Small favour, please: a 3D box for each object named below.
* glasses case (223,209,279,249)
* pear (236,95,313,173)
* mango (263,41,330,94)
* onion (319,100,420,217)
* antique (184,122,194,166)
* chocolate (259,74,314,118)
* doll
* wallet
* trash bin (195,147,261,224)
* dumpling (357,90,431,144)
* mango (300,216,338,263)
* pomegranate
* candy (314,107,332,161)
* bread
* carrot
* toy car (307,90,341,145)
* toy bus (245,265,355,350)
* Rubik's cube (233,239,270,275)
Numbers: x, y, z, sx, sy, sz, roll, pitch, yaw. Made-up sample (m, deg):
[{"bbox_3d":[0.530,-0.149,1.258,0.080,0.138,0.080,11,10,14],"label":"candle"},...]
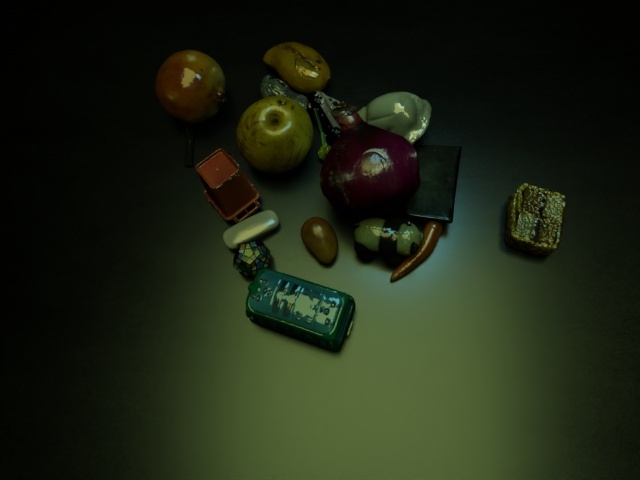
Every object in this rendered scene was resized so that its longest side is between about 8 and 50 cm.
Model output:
[{"bbox_3d":[-0.240,-0.037,1.774,0.204,0.051,0.081,-26,72,-8],"label":"glasses case"},{"bbox_3d":[-0.157,-0.369,1.777,0.280,0.281,0.281,-2,70,4],"label":"pear"},{"bbox_3d":[-0.089,-0.670,1.952,0.294,0.120,0.177,40,75,16],"label":"mango"},{"bbox_3d":[0.136,-0.263,1.647,0.347,0.348,0.386,-24,97,-4],"label":"onion"},{"bbox_3d":[-0.495,-0.365,1.933,0.030,0.015,0.192,-4,70,3],"label":"antique"},{"bbox_3d":[-0.130,-0.525,1.916,0.248,0.110,0.110,38,78,16],"label":"chocolate"},{"bbox_3d":[0.218,-0.005,1.673,0.234,0.135,0.144,12,69,15],"label":"doll"},{"bbox_3d":[0.387,-0.203,1.763,0.172,0.045,0.318,8,61,10],"label":"wallet"},{"bbox_3d":[-0.312,-0.182,1.735,0.161,0.239,0.184,-39,73,-9],"label":"trash bin"},{"bbox_3d":[0.255,-0.409,1.830,0.175,0.243,0.227,2,86,-30],"label":"dumpling"},{"bbox_3d":[0.002,-0.005,1.727,0.111,0.089,0.163,-43,82,2],"label":"mango"},{"bbox_3d":[-0.466,-0.562,1.880,0.263,0.264,0.265,-2,70,4],"label":"pomegranate"},{"bbox_3d":[0.004,-0.375,1.825,0.058,0.062,0.194,-18,111,-7],"label":"candy"},{"bbox_3d":[0.702,-0.067,1.684,0.181,0.096,0.223,13,74,9],"label":"bread"},{"bbox_3d":[0.331,0.035,1.702,0.066,0.062,0.271,37,79,-17],"label":"carrot"},{"bbox_3d":[0.041,-0.452,1.844,0.108,0.089,0.210,-34,97,-18],"label":"toy car"},{"bbox_3d":[-0.070,0.210,1.598,0.343,0.199,0.184,16,73,12],"label":"toy bus"},{"bbox_3d":[-0.230,0.058,1.709,0.133,0.133,0.111,-45,44,-11],"label":"Rubik's cube"}]
